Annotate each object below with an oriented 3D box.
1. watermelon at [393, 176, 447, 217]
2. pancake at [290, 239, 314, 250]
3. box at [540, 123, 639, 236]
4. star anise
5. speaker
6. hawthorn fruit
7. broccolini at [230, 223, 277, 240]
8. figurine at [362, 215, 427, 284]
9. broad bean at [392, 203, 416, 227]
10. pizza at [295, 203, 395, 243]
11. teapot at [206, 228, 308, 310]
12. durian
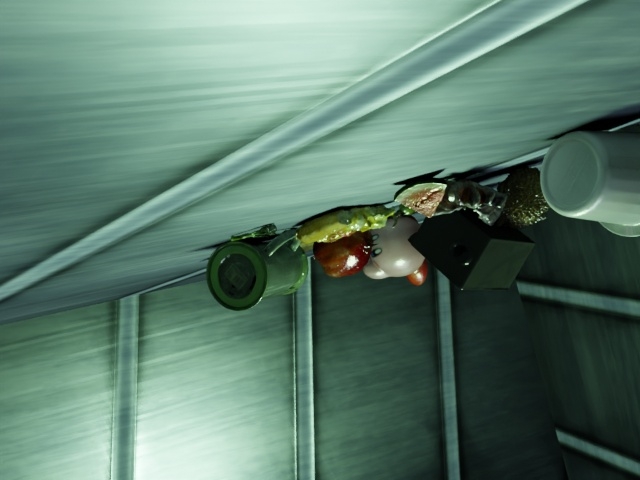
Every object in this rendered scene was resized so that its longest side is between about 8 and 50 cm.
[{"bbox_3d":[0.247,-0.099,1.603,0.125,0.094,0.135,-22,174,18],"label":"watermelon"},{"bbox_3d":[0.000,0.000,2.446,0.242,0.050,0.242,-14,177,-1],"label":"pancake"},{"bbox_3d":[0.592,-0.141,1.482,0.206,0.262,0.291,2,178,-29],"label":"box"},{"bbox_3d":[0.367,-0.103,1.742,0.198,0.110,0.257,14,-171,37],"label":"star anise"},{"bbox_3d":[0.419,0.005,1.941,0.232,0.254,0.184,4,120,-42],"label":"speaker"},{"bbox_3d":[0.093,0.019,2.126,0.235,0.181,0.181,-12,178,38],"label":"hawthorn fruit"},{"bbox_3d":[-0.175,-0.020,1.799,0.140,0.030,0.035,-11,-146,29],"label":"broccolini"},{"bbox_3d":[0.289,0.015,2.452,0.261,0.269,0.211,1,162,-30],"label":"figurine"},{"bbox_3d":[0.328,-0.108,2.018,0.325,0.075,0.067,-10,-141,-33],"label":"broad bean"},{"bbox_3d":[0.094,-0.049,1.913,0.288,0.075,0.280,-12,177,-21],"label":"pizza"},{"bbox_3d":[-0.156,0.069,2.070,0.270,0.200,0.337,-51,164,18],"label":"teapot"},{"bbox_3d":[0.543,-0.109,1.881,0.196,0.167,0.196,-41,152,-27],"label":"durian"}]
